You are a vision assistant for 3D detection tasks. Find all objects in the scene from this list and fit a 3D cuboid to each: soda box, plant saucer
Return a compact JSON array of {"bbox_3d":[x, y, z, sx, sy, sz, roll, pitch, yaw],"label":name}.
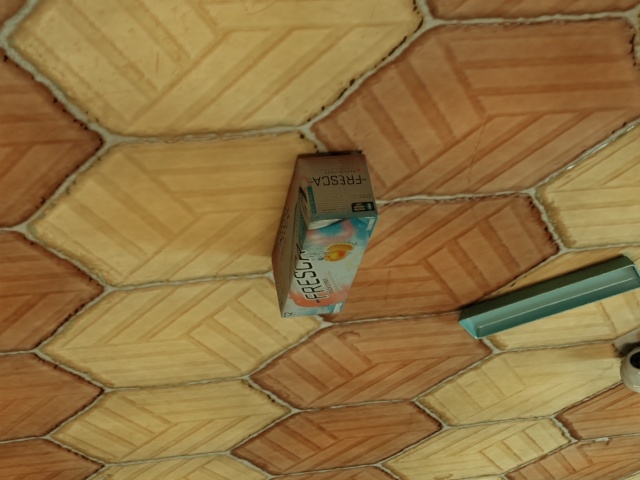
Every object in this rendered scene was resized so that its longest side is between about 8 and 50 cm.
[{"bbox_3d":[0.000,0.000,1.084,0.058,0.063,0.183,-5,152,-12],"label":"soda box"},{"bbox_3d":[0.241,0.060,1.338,0.192,0.018,0.067,-20,151,17],"label":"plant saucer"}]

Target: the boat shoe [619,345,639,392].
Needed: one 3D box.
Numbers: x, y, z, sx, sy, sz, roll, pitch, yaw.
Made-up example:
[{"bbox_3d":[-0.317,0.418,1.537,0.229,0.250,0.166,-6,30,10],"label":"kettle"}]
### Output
[{"bbox_3d":[0.451,0.139,1.525,0.184,0.066,0.063,-4,155,8],"label":"boat shoe"}]
